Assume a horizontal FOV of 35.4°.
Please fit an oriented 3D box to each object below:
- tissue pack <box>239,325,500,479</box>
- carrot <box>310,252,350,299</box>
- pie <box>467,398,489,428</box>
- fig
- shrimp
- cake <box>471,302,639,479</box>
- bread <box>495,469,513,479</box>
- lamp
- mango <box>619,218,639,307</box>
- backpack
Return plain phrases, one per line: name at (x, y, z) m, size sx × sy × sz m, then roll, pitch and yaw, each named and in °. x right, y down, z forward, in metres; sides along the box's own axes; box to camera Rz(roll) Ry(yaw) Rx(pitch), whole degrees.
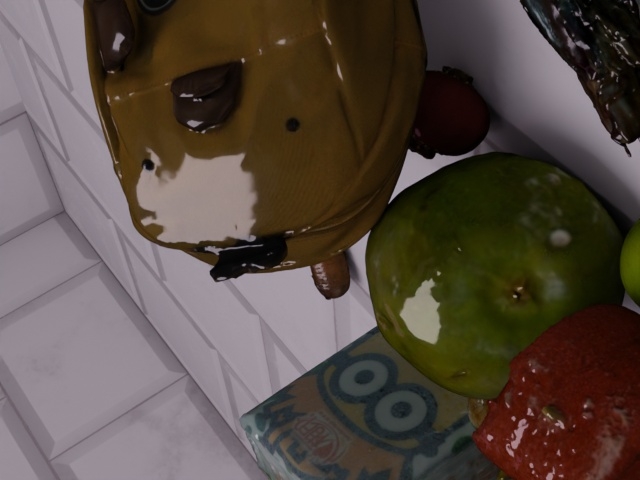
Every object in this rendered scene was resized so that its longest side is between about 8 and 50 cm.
tissue pack at (0.094, 0.215, 1.180) m, size 0.228 × 0.311 × 0.128 m, roll 37°, pitch 151°, yaw 48°
carrot at (0.000, 0.000, 1.475) m, size 0.060 × 0.060 × 0.186 m, roll 21°, pitch 133°, yaw 60°
pie at (0.222, 0.142, 1.022) m, size 0.193 × 0.079 × 0.163 m, roll -46°, pitch 39°, yaw 41°
fig at (0.155, 0.044, 0.961) m, size 0.233 × 0.233 × 0.314 m, roll 54°, pitch 170°, yaw 13°
shrimp at (0.185, -0.200, 0.678) m, size 0.222 × 0.054 × 0.290 m, roll 107°, pitch 140°, yaw -75°
cake at (0.262, 0.158, 0.817) m, size 0.283 × 0.177 × 0.151 m, roll 33°, pitch -178°, yaw -43°
bread at (0.262, 0.295, 1.053) m, size 0.176 × 0.195 × 0.246 m, roll 37°, pitch 152°, yaw 14°
lamp at (0.114, -0.123, 0.965) m, size 0.101 × 0.090 × 0.101 m, roll 26°, pitch -178°, yaw -1°
mango at (0.287, 0.020, 0.757) m, size 0.163 × 0.089 × 0.117 m, roll 19°, pitch 137°, yaw 62°
backpack at (-0.063, -0.157, 0.903) m, size 0.353 × 0.201 × 0.378 m, roll -15°, pitch 83°, yaw 28°
